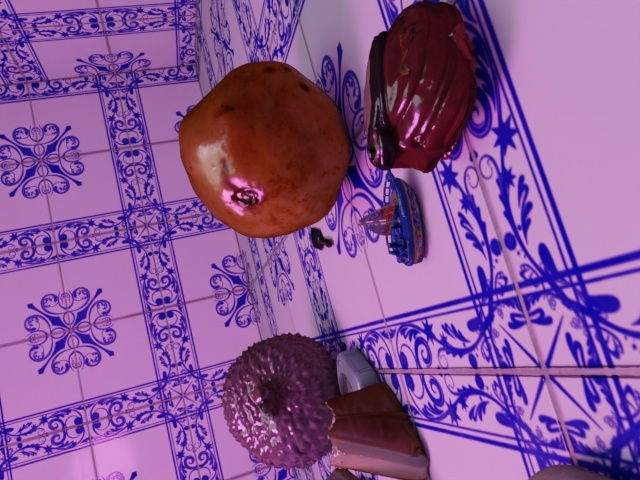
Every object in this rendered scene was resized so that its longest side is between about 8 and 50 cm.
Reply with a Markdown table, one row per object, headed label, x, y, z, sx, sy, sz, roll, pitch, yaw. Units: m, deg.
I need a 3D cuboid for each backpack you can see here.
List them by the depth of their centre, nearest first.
| label | x | y | z | sx | sy | sz | roll | pitch | yaw |
| --- | --- | --- | --- | --- | --- | --- | --- | --- | --- |
| backpack | 0.133 | -0.208 | 0.701 | 0.229 | 0.138 | 0.230 | -176 | 90 | -83 |

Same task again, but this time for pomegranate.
| label | x | y | z | sx | sy | sz | roll | pitch | yaw |
| --- | --- | --- | --- | --- | --- | --- | --- | --- | --- |
| pomegranate | -0.109 | -0.204 | 1.159 | 0.410 | 0.409 | 0.411 | 168 | 90 | -73 |

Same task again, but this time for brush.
| label | x | y | z | sx | sy | sz | roll | pitch | yaw |
| --- | --- | --- | --- | --- | --- | --- | --- | --- | --- |
| brush | 0.000 | 0.000 | 1.476 | 0.193 | 0.016 | 0.063 | -163 | 61 | -72 |

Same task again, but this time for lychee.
| label | x | y | z | sx | sy | sz | roll | pitch | yaw |
| --- | --- | --- | --- | --- | --- | --- | --- | --- | --- |
| lychee | -0.094 | 0.468 | 1.518 | 0.432 | 0.380 | 0.381 | 48 | -159 | -66 |

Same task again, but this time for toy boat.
| label | x | y | z | sx | sy | sz | roll | pitch | yaw |
| --- | --- | --- | --- | --- | --- | --- | --- | --- | --- |
| toy boat | 0.118 | -0.036 | 0.902 | 0.091 | 0.110 | 0.175 | -156 | 57 | -69 |

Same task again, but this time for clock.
| label | x | y | z | sx | sy | sz | roll | pitch | yaw |
| --- | --- | --- | --- | --- | --- | --- | --- | --- | --- |
| clock | 0.099 | 0.400 | 1.349 | 0.159 | 0.065 | 0.211 | -132 | 33 | -60 |

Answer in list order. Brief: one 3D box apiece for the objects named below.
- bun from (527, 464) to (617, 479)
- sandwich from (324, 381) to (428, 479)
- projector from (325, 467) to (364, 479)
| label | x | y | z | sx | sy | sz | roll | pitch | yaw |
| --- | --- | --- | --- | --- | --- | --- | --- | --- | --- |
| bun | 0.280 | 0.398 | 0.557 | 0.283 | 0.178 | 0.284 | 167 | 90 | -76 |
| sandwich | 0.108 | 0.443 | 1.147 | 0.220 | 0.185 | 0.108 | -127 | 27 | -54 |
| projector | 0.122 | 0.617 | 1.161 | 0.270 | 0.088 | 0.193 | 52 | 159 | -24 |
